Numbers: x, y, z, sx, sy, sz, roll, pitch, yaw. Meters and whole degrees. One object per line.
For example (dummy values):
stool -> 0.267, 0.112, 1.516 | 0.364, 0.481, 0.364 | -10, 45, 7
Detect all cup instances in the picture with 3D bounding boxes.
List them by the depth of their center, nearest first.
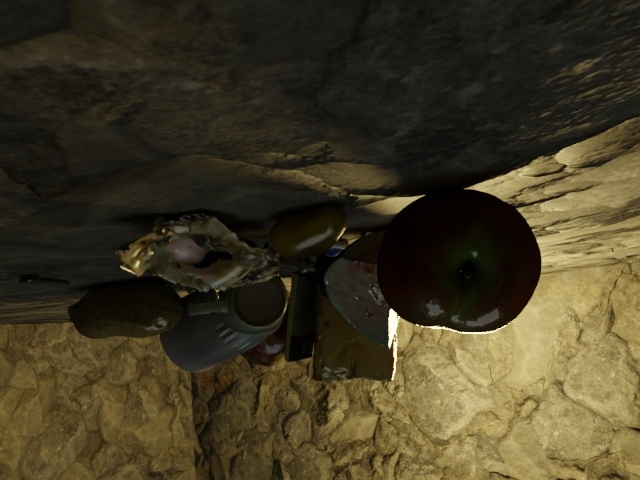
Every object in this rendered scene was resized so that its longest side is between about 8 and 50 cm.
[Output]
cup -> -0.208, 0.157, 1.336 | 0.258, 0.186, 0.234 | -9, 177, -13
cup -> -0.310, 0.255, 1.657 | 0.371, 0.253, 0.253 | -27, 159, 34

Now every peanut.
peanut -> -0.596, 0.215, 1.602 | 0.387, 0.170, 0.192 | -5, 159, 16

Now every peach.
peach -> 0.217, 0.030, 0.845 | 0.252, 0.253, 0.252 | -5, 170, -1

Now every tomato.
tomato -> -0.173, 0.308, 1.903 | 0.239, 0.303, 0.303 | 31, 175, 11

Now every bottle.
bottle -> 0.069, 0.108, 1.375 | 0.156, 0.143, 0.271 | 11, 163, 23

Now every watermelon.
watermelon -> 0.127, 0.111, 1.197 | 0.223, 0.180, 0.305 | -17, 136, -8

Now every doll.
doll -> 0.000, 0.000, 1.036 | 0.098, 0.058, 0.143 | 13, -179, 38

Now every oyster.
oyster -> -0.210, 0.019, 0.965 | 0.201, 0.107, 0.354 | -30, 150, 16

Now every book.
book -> -0.058, 0.260, 1.778 | 0.026, 0.290, 0.201 | 3, 174, 24

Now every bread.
bread -> 0.118, 0.280, 1.774 | 0.279, 0.390, 0.371 | 2, 172, 4

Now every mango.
mango -> -0.019, -0.015, 0.900 | 0.161, 0.076, 0.103 | -25, 153, 39

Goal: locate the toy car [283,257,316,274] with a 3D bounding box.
toy car -> -0.079, 0.049, 1.265 | 0.142, 0.055, 0.069 | 8, 169, 3

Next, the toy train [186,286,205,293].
toy train -> -0.253, 0.072, 1.250 | 0.202, 0.081, 0.060 | -22, 163, 36

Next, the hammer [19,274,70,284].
hammer -> -0.716, 0.107, 1.369 | 0.062, 0.017, 0.182 | -6, 171, 4
